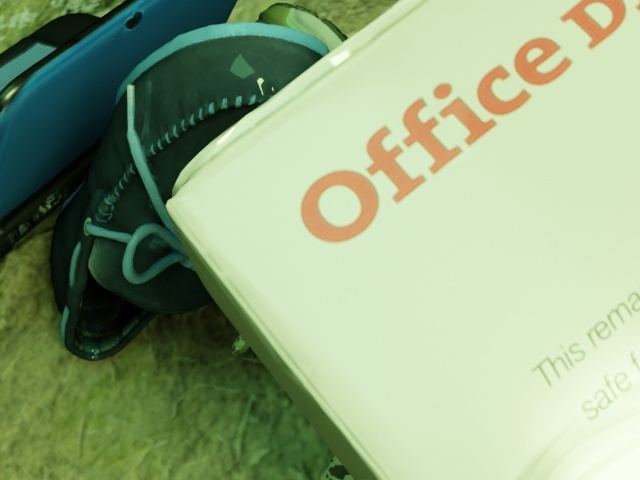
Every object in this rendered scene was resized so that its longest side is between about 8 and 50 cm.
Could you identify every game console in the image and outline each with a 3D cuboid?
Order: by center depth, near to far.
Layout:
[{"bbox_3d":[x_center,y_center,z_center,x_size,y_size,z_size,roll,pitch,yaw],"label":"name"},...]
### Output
[{"bbox_3d":[-0.201,-0.135,0.731,0.250,0.173,0.293,20,46,25],"label":"game console"}]

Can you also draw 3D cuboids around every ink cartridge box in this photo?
[{"bbox_3d":[0.175,0.064,0.384,0.285,0.166,0.395,-38,77,-10],"label":"ink cartridge box"}]

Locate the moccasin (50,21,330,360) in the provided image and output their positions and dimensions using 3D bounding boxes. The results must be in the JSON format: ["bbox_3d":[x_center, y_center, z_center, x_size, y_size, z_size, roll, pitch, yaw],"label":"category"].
[{"bbox_3d":[-0.081,-0.006,0.617,0.137,0.342,0.117,9,66,-21],"label":"moccasin"}]

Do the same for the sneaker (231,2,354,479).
[{"bbox_3d":[0.000,0.000,0.669,0.182,0.158,0.410,-32,52,8],"label":"sneaker"}]
